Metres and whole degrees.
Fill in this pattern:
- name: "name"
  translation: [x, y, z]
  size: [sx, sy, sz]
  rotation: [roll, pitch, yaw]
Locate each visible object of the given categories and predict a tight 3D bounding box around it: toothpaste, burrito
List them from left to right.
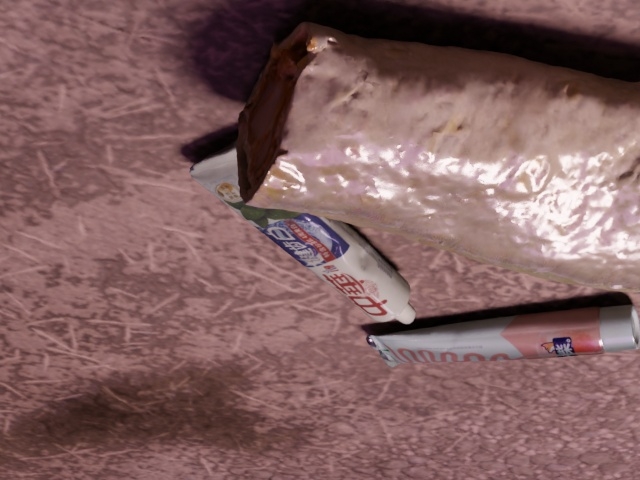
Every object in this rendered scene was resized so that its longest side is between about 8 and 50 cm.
- name: "toothpaste"
  translation: [0.000, 0.000, 1.034]
  size: [0.060, 0.038, 0.233]
  rotation: [-20, 139, 29]
- name: "burrito"
  translation: [0.104, -0.047, 0.891]
  size: [0.299, 0.105, 0.143]
  rotation: [11, 143, -10]
- name: "toothpaste"
  translation: [0.139, 0.075, 1.147]
  size: [0.205, 0.036, 0.056]
  rotation: [-7, 149, 22]
